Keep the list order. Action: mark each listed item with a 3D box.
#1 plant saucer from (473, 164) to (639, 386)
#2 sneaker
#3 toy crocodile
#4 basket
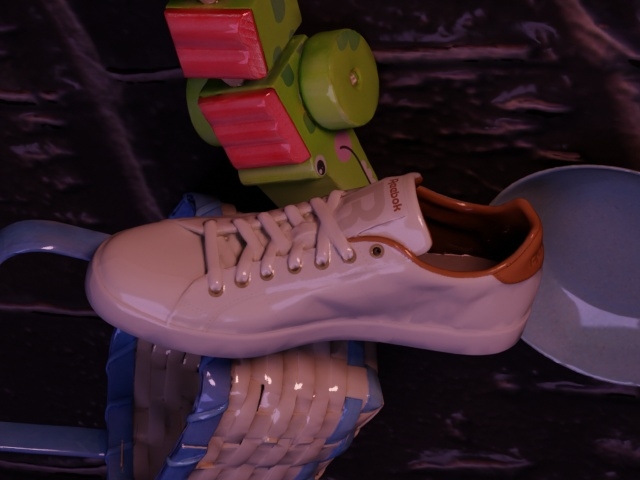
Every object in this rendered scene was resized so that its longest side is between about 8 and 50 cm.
[{"bbox_3d":[0.198,0.015,1.254,0.195,0.037,0.195,14,136,14],"label":"plant saucer"},{"bbox_3d":[0.000,0.000,1.198,0.290,0.106,0.123,0,137,-13],"label":"sneaker"},{"bbox_3d":[-0.051,-0.132,1.189,0.115,0.105,0.340,-1,131,28],"label":"toy crocodile"},{"bbox_3d":[-0.121,0.089,1.347,0.289,0.201,0.255,8,144,-25],"label":"basket"}]
